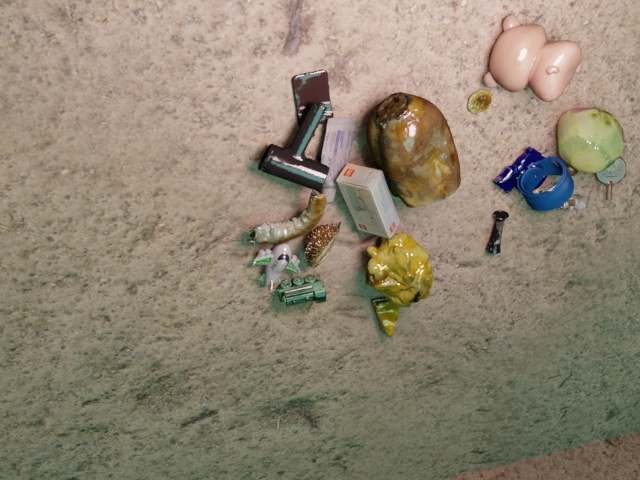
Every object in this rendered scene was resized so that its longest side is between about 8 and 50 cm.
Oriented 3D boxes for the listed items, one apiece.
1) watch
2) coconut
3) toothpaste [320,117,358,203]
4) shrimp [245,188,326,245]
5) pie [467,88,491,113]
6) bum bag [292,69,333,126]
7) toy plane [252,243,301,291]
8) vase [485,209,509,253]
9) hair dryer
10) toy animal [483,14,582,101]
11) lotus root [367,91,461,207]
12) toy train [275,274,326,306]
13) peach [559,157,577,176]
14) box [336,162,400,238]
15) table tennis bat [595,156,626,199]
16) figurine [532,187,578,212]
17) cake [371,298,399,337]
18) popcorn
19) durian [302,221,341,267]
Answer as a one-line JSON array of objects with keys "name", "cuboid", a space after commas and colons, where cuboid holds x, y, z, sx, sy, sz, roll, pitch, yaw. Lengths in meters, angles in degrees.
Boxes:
[{"name": "watch", "cuboid": [0.750, -0.199, 1.912, 0.171, 0.200, 0.196, 30, 107, -37]}, {"name": "coconut", "cuboid": [0.896, -0.344, 1.856, 0.235, 0.236, 0.205, -17, 152, -7]}, {"name": "toothpaste", "cuboid": [0.046, -0.243, 1.718, 0.099, 0.068, 0.283, -37, 146, -53]}, {"name": "shrimp", "cuboid": [-0.080, -0.058, 1.762, 0.287, 0.068, 0.185, -28, 159, 25]}, {"name": "pie", "cuboid": [0.504, -0.440, 1.763, 0.084, 0.020, 0.084, -10, 127, -13]}, {"name": "bum bag", "cuboid": [-0.020, -0.405, 1.600, 0.109, 0.026, 0.159, -15, 128, -8]}, {"name": "toy plane", "cuboid": [-0.147, 0.086, 1.875, 0.174, 0.080, 0.174, -9, 125, -14]}, {"name": "vase", "cuboid": [0.663, -0.031, 2.090, 0.059, 0.059, 0.167, -9, 126, -13]}, {"name": "hair dryer", "cuboid": [-0.046, -0.281, 1.613, 0.197, 0.089, 0.251, 21, 114, -12]}, {"name": "toy animal", "cuboid": [0.624, -0.512, 1.625, 0.229, 0.221, 0.210, 7, 118, -25]}, {"name": "lotus root", "cuboid": [0.269, -0.280, 1.657, 0.250, 0.250, 0.346, -31, 135, 4]}, {"name": "toy train", "cuboid": [-0.068, 0.180, 1.952, 0.170, 0.111, 0.071, -11, 125, -13]}, {"name": "peach", "cuboid": [0.882, -0.267, 1.982, 0.083, 0.083, 0.083, -9, 127, -13]}, {"name": "box", "cuboid": [0.157, -0.120, 1.763, 0.079, 0.135, 0.269, -57, 145, -22]}, {"name": "table tennis bat", "cuboid": [1.084, -0.247, 2.116, 0.107, 0.119, 0.170, 0, 104, 11]}, {"name": "figurine", "cuboid": [0.855, -0.151, 2.054, 0.197, 0.094, 0.147, -4, 148, -26]}, {"name": "cake", "cuboid": [0.242, 0.306, 2.173, 0.116, 0.080, 0.185, 2, 128, -24]}, {"name": "popcorn", "cuboid": [0.273, 0.102, 1.956, 0.252, 0.215, 0.286, 3, 128, 18]}, {"name": "durian", "cuboid": [0.000, 0.000, 1.855, 0.188, 0.091, 0.148, -47, 165, -11]}]
